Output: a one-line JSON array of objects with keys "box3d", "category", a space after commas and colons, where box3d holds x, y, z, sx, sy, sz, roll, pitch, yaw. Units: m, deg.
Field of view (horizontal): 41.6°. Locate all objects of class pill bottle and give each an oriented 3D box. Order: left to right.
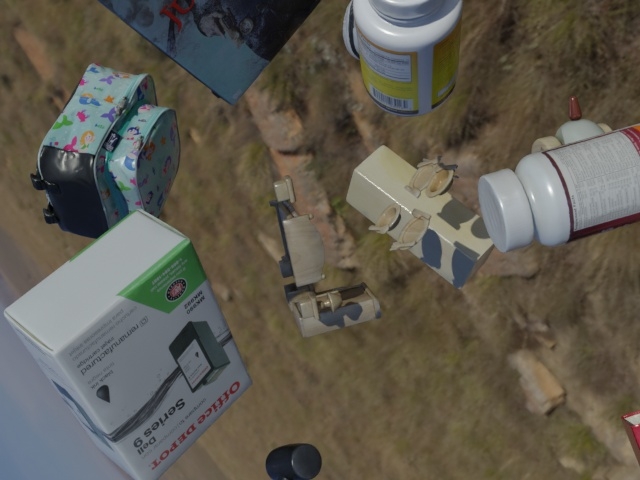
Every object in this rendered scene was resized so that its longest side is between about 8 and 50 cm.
[{"box3d": [0.098, -0.235, 0.941, 0.117, 0.117, 0.215, 47, 172, 19], "category": "pill bottle"}, {"box3d": [0.318, -0.062, 1.048, 0.121, 0.221, 0.121, 164, 90, -87], "category": "pill bottle"}]

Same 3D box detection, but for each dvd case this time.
[{"box3d": [-0.039, -0.109, 0.323, 0.013, 0.087, 0.119, 44, -175, 29], "category": "dvd case"}]

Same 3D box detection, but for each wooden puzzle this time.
[{"box3d": [0.264, -0.160, 1.840, 0.078, 0.014, 0.116, 26, -176, -22], "category": "wooden puzzle"}]

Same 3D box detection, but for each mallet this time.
[{"box3d": [-0.053, 0.278, 0.809, 0.039, 0.190, 0.062, 39, 139, -15], "category": "mallet"}]

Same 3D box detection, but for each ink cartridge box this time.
[{"box3d": [-0.227, 0.141, 1.073, 0.121, 0.211, 0.289, 26, 147, 37], "category": "ink cartridge box"}]

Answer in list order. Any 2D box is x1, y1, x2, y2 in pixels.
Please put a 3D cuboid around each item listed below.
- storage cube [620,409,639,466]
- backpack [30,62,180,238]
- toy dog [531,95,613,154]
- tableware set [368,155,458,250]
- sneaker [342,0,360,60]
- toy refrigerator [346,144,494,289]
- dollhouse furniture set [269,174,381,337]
[{"box3d": [0.723, 0.418, 1.653, 0.215, 0.183, 0.193, 25, -135, -74], "category": "storage cube"}, {"box3d": [-0.329, -0.150, 1.353, 0.191, 0.253, 0.225, 7, 146, 2], "category": "backpack"}, {"box3d": [0.563, -0.182, 1.663, 0.333, 0.220, 0.161, 26, 136, 47], "category": "toy dog"}, {"box3d": [0.142, -0.058, 1.253, 0.020, 0.169, 0.141, 35, 175, -21], "category": "tableware set"}, {"box3d": [0.138, -0.495, 1.577, 0.210, 0.137, 0.366, -125, 36, -57], "category": "sneaker"}, {"box3d": [0.183, -0.045, 1.508, 0.269, 0.094, 0.102, 39, 151, 16], "category": "toy refrigerator"}, {"box3d": [0.000, 0.000, 1.775, 0.303, 0.174, 0.355, -128, 26, -71], "category": "dollhouse furniture set"}]
